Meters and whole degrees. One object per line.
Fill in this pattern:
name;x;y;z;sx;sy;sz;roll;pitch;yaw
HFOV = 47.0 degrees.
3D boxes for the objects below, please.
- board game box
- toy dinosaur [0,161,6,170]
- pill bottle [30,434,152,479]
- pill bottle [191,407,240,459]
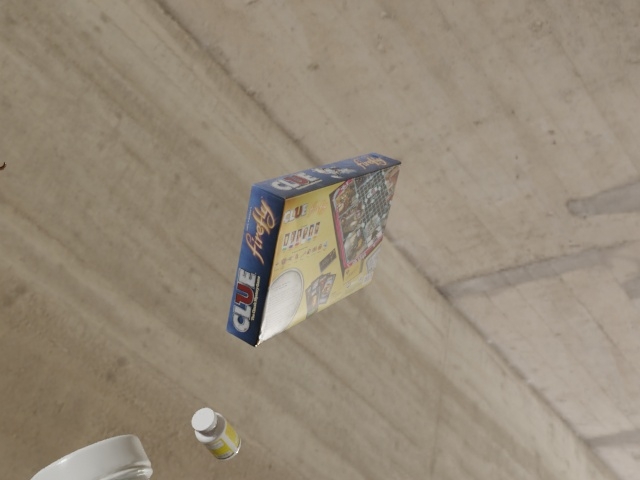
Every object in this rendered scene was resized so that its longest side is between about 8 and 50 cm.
board game box;0.000;0.000;0.813;0.042;0.243;0.165;24;-66;26
toy dinosaur;-0.551;-0.120;1.166;0.082;0.090;0.047;54;-21;21
pill bottle;-0.198;0.383;0.792;0.176;0.319;0.176;-25;-20;-10
pill bottle;-0.205;0.375;1.436;0.065;0.065;0.116;-2;-41;20
